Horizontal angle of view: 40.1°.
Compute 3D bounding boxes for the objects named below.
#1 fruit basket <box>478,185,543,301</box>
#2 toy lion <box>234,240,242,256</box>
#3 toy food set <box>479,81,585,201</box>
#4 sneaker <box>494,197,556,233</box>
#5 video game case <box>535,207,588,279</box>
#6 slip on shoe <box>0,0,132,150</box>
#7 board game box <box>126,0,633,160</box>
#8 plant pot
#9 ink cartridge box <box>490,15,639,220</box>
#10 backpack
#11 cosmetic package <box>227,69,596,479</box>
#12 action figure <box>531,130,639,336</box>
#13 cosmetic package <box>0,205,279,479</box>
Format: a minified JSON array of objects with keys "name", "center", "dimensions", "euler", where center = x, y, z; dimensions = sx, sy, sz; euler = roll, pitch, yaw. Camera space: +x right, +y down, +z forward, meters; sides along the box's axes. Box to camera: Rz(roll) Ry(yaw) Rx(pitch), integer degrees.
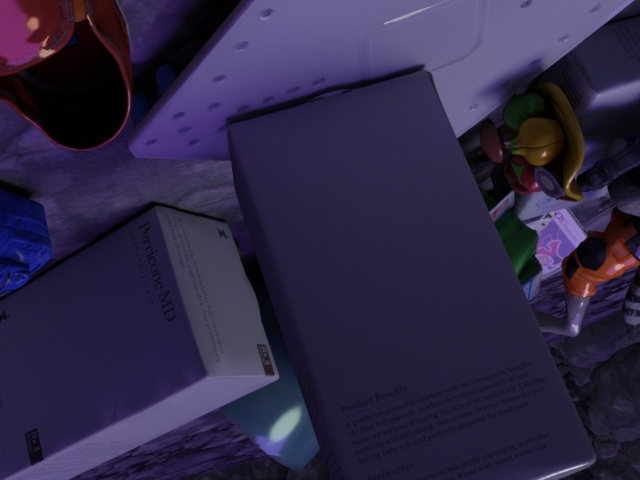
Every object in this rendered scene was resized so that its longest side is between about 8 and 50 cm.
[{"name":"fruit basket","center":[0.148,0.115,1.178],"dimensions":[0.353,0.165,0.327],"euler":[-52,161,-8]},{"name":"toy lion","center":[-0.155,0.031,1.153],"dimensions":[0.100,0.034,0.096],"euler":[-8,151,-31]},{"name":"toy food set","center":[0.219,-0.096,0.945],"dimensions":[0.071,0.128,0.218],"euler":[-16,-176,0]},{"name":"sneaker","center":[0.273,-0.035,1.335],"dimensions":[0.106,0.078,0.234],"euler":[18,131,-34]},{"name":"video game case","center":[0.328,0.006,1.449],"dimensions":[0.201,0.023,0.183],"euler":[-29,126,24]},{"name":"slip on shoe","center":[-0.184,-0.152,0.506],"dimensions":[0.123,0.101,0.331],"euler":[-19,160,-1]},{"name":"board game box","center":[0.080,-0.188,0.758],"dimensions":[0.390,0.050,0.390],"euler":[-2,154,-43]},{"name":"plant pot","center":[-0.054,0.160,1.288],"dimensions":[0.195,0.290,0.290],"euler":[-43,160,0]},{"name":"ink cartridge box","center":[0.434,-0.169,1.094],"dimensions":[0.385,0.091,0.308],"euler":[-15,156,-12]},{"name":"backpack","center":[-0.313,0.007,0.811],"dimensions":[0.098,0.101,0.120],"euler":[-21,166,21]},{"name":"cosmetic package","center":[0.062,0.057,0.769],"dimensions":[0.197,0.365,0.155],"euler":[-15,159,-9]},{"name":"action figure","center":[0.419,-0.041,1.029],"dimensions":[0.341,0.178,0.330],"euler":[-27,161,-32]},{"name":"cosmetic package","center":[-0.263,0.142,1.059],"dimensions":[0.385,0.217,0.156],"euler":[-31,159,23]}]
